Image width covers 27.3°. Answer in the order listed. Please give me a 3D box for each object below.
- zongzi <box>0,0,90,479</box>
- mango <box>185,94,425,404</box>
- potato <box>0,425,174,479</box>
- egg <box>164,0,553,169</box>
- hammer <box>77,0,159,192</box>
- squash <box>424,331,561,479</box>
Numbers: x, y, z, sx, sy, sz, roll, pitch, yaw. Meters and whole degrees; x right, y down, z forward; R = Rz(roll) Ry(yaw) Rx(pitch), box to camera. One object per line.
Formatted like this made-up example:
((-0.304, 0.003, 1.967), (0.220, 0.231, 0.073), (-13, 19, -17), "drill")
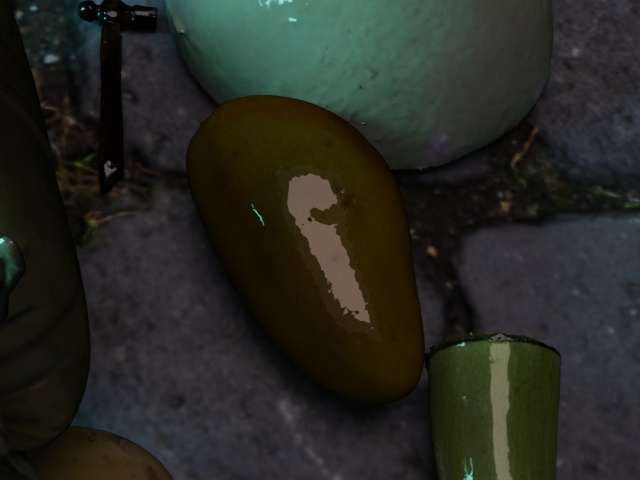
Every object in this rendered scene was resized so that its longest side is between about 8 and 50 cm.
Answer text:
((-0.370, 0.036, 0.742), (0.466, 0.218, 0.500), (-20, 39, -6), "zongzi")
((0.000, 0.000, 0.921), (0.138, 0.113, 0.253), (-22, 66, -19), "mango")
((-0.192, 0.192, 0.767), (0.233, 0.146, 0.150), (-18, 32, -19), "potato")
((0.039, -0.231, 1.021), (0.337, 0.201, 0.337), (3, 60, -5), "egg")
((-0.157, -0.116, 1.019), (0.065, 0.021, 0.178), (2, 59, -10), "hammer")
((0.124, 0.178, 0.861), (0.094, 0.094, 0.224), (1, 66, -9), "squash")
